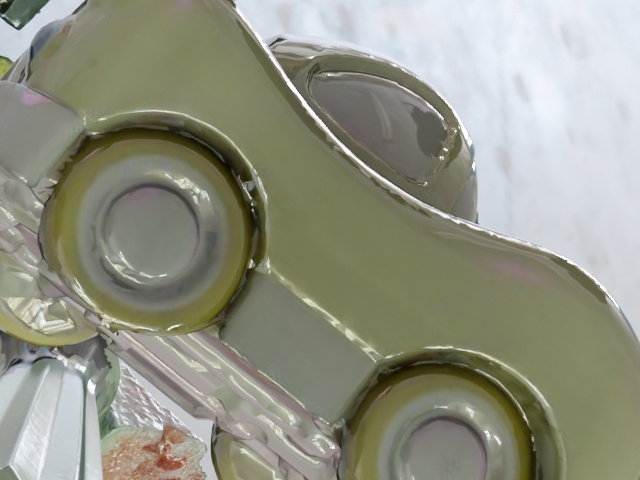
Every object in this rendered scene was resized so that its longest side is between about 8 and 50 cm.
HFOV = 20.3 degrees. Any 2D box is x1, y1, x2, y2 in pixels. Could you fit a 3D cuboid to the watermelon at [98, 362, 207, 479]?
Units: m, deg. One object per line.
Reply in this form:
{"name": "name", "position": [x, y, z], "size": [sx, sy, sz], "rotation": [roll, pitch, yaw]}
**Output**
{"name": "watermelon", "position": [-0.167, 0.185, 1.578], "size": [0.158, 0.098, 0.121], "rotation": [45, 37, -9]}

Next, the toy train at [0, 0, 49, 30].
{"name": "toy train", "position": [-0.117, -0.226, 1.069], "size": [0.053, 0.250, 0.085], "rotation": [50, 2, -43]}

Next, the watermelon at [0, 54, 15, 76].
{"name": "watermelon", "position": [-0.220, -0.061, 1.256], "size": [0.092, 0.075, 0.181], "rotation": [-45, 104, -28]}

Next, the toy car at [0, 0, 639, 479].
{"name": "toy car", "position": [0.000, 0.000, 0.838], "size": [0.336, 0.242, 0.226], "rotation": [38, 74, -13]}

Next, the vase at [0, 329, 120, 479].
{"name": "vase", "position": [-0.225, 0.173, 1.317], "size": [0.165, 0.165, 0.360], "rotation": [59, 11, -19]}
